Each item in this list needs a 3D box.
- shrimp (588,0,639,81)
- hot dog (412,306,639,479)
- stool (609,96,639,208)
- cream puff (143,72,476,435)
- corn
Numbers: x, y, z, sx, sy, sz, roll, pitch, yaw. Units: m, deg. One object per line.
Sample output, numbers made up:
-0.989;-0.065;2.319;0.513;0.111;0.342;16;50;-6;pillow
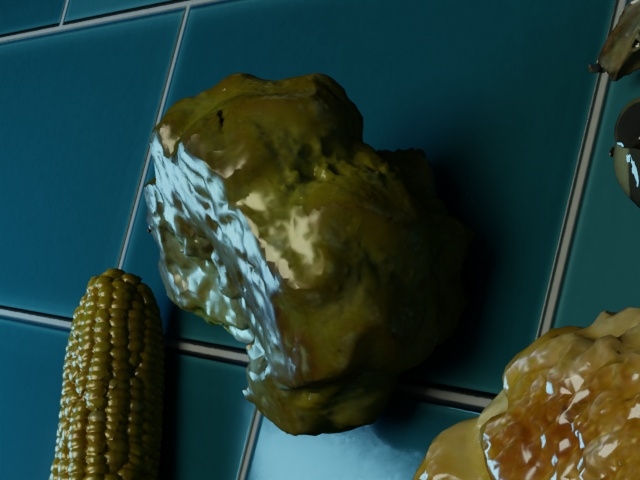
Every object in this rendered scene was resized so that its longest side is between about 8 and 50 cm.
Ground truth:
0.233;-0.145;0.998;0.223;0.047;0.126;-44;25;45;shrimp
0.167;0.213;0.803;0.367;0.196;0.365;-52;37;21;hot dog
0.229;-0.052;0.883;0.228;0.139;0.153;-34;46;43;stool
0.000;0.001;1.223;0.282;0.185;0.282;46;152;34;cream puff
-0.181;0.169;1.489;0.102;0.102;0.313;-38;42;45;corn
